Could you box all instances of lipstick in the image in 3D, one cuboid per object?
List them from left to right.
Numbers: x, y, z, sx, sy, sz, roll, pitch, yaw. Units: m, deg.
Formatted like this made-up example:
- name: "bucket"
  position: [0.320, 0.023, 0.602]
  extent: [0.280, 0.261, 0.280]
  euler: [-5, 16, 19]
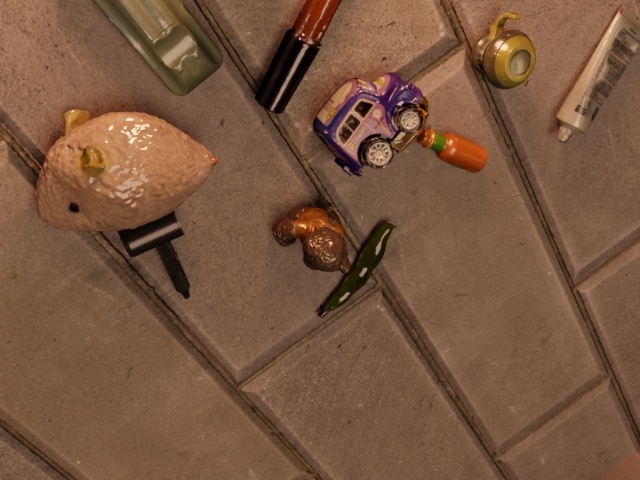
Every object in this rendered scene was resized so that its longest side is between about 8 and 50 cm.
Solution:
- name: "lipstick"
  position: [-0.008, -0.445, 1.863]
  extent: [0.077, 0.077, 0.418]
  euler: [18, 109, -34]

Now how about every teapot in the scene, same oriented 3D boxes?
- name: "teapot"
  position: [0.402, -0.416, 2.060]
  extent: [0.130, 0.119, 0.166]
  euler: [-10, 116, -27]

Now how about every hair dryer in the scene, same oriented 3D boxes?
- name: "hair dryer"
  position: [-0.338, 0.049, 2.031]
  extent: [0.128, 0.070, 0.255]
  euler: [-24, 133, -11]

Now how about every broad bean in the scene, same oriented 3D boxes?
- name: "broad bean"
  position: [0.094, 0.077, 2.274]
  extent: [0.060, 0.043, 0.298]
  euler: [27, 107, -26]

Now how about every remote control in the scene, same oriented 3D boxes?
- name: "remote control"
  position: [-0.313, -0.414, 1.737]
  extent: [0.128, 0.065, 0.335]
  euler: [-41, 130, -1]

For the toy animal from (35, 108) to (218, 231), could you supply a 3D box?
- name: "toy animal"
  position: [-0.374, -0.136, 1.809]
  extent: [0.358, 0.188, 0.227]
  euler: [-17, 131, -17]

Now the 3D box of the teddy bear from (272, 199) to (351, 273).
- name: "teddy bear"
  position: [0.000, 0.000, 2.084]
  extent: [0.177, 0.190, 0.140]
  euler: [27, 112, -31]

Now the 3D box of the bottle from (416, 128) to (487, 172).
- name: "bottle"
  position: [0.299, -0.213, 2.175]
  extent: [0.187, 0.069, 0.069]
  euler: [19, 110, -33]

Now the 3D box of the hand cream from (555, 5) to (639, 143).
- name: "hand cream"
  position: [0.662, -0.386, 2.255]
  extent: [0.124, 0.078, 0.341]
  euler: [24, 100, -35]

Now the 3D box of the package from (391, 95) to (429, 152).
- name: "package"
  position: [0.193, -0.262, 2.086]
  extent: [0.131, 0.071, 0.047]
  euler: [-47, 123, 6]

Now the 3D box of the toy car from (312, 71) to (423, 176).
- name: "toy car"
  position: [0.096, -0.262, 1.986]
  extent: [0.158, 0.172, 0.235]
  euler: [40, 94, -24]
